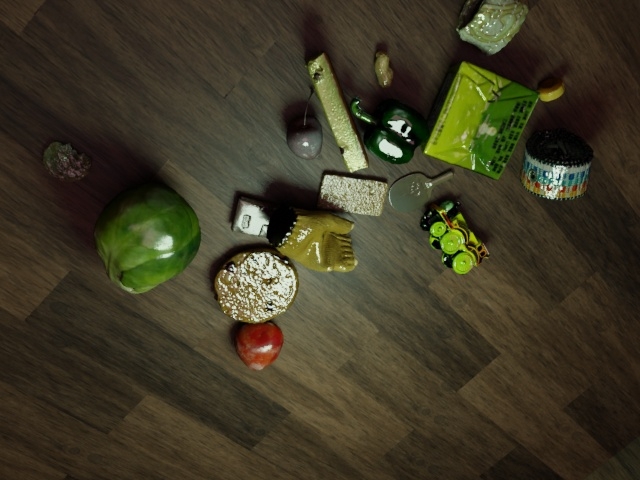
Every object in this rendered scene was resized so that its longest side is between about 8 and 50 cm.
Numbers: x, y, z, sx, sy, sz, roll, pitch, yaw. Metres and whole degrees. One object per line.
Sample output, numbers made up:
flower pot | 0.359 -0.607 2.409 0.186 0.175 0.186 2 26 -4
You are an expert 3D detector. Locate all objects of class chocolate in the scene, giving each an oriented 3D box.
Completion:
chocolate | 0.488 -0.382 1.603 0.289 0.137 0.300 15 108 -17

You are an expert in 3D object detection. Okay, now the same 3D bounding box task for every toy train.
toy train | 0.472 -0.014 1.782 0.161 0.100 0.296 -38 114 -1

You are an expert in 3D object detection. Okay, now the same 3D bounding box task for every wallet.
wallet | -0.172 -0.068 1.663 0.230 0.042 0.124 10 111 -22

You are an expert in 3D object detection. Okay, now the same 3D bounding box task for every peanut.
peanut | 0.193 -0.520 1.533 0.054 0.054 0.113 -19 115 -2

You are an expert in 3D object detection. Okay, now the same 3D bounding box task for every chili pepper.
chili pepper | 0.199 -0.354 1.541 0.261 0.165 0.173 31 113 -7

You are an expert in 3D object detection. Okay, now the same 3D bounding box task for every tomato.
tomato | -0.214 0.376 1.795 0.187 0.151 0.187 -7 116 -13

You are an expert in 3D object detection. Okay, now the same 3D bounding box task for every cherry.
cherry | -0.035 -0.337 1.556 0.115 0.188 0.148 -18 135 41

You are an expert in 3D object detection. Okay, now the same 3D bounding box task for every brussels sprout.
brussels sprout | -0.514 -0.001 1.500 0.281 0.289 0.354 34 116 -8

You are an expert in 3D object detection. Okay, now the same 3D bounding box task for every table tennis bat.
table tennis bat | 0.346 -0.179 1.729 0.235 0.022 0.131 -24 115 3

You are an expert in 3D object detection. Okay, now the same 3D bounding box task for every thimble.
thimble | 0.502 -0.657 1.486 0.144 0.137 0.190 20 123 -20

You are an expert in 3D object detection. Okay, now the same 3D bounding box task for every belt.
belt | 0.764 -0.242 1.652 0.207 0.295 0.160 -2 122 8

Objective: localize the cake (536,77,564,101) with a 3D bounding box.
cake | 0.746 -0.491 1.632 0.084 0.084 0.044 -34 124 5

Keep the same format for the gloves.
gloves | -0.014 -0.006 1.642 0.356 0.155 0.203 23 92 -34

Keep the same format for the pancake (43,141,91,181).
pancake | -0.755 -0.231 1.493 0.129 0.022 0.116 38 104 -23

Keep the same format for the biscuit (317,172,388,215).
biscuit | 0.108 -0.153 1.690 0.231 0.025 0.131 7 113 -14

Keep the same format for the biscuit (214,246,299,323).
biscuit | -0.219 0.153 1.735 0.296 0.075 0.295 -3 108 -10

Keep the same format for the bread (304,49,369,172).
bread | 0.050 -0.387 1.514 0.077 0.138 0.361 -22 115 7
